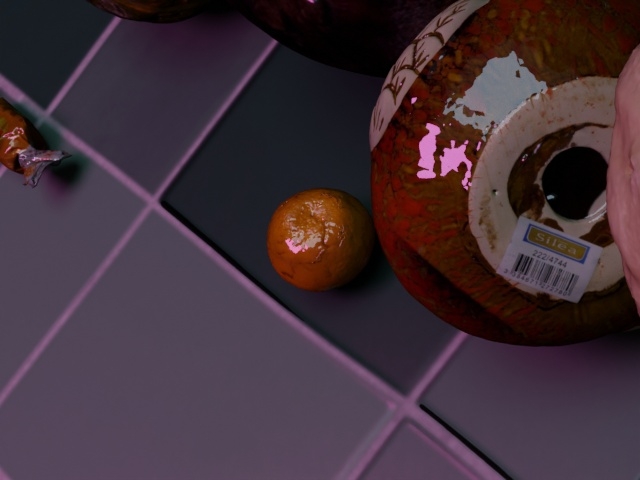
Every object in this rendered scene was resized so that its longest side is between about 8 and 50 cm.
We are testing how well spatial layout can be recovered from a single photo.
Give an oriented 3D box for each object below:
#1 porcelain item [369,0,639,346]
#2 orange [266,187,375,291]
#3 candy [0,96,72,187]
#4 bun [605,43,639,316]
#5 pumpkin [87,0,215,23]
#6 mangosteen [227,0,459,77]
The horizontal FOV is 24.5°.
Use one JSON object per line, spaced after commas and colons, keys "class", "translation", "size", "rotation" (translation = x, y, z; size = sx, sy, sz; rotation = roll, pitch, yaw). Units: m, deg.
{"class": "porcelain item", "translation": [0.148, -0.055, 0.969], "size": [0.253, 0.253, 0.253], "rotation": [-14, 60, 26]}
{"class": "orange", "translation": [0.000, 0.000, 1.098], "size": [0.083, 0.070, 0.083], "rotation": [-9, 57, 15]}
{"class": "candy", "translation": [-0.281, -0.092, 1.337], "size": [0.182, 0.046, 0.053], "rotation": [35, 91, 44]}
{"class": "bun", "translation": [0.285, -0.052, 0.776], "size": [0.202, 0.364, 0.364], "rotation": [20, 78, 49]}
{"class": "pumpkin", "translation": [-0.149, -0.312, 1.236], "size": [0.260, 0.189, 0.260], "rotation": [-171, 90, -73]}
{"class": "mangosteen", "translation": [0.052, -0.264, 1.052], "size": [0.297, 0.297, 0.293], "rotation": [29, 79, 38]}
